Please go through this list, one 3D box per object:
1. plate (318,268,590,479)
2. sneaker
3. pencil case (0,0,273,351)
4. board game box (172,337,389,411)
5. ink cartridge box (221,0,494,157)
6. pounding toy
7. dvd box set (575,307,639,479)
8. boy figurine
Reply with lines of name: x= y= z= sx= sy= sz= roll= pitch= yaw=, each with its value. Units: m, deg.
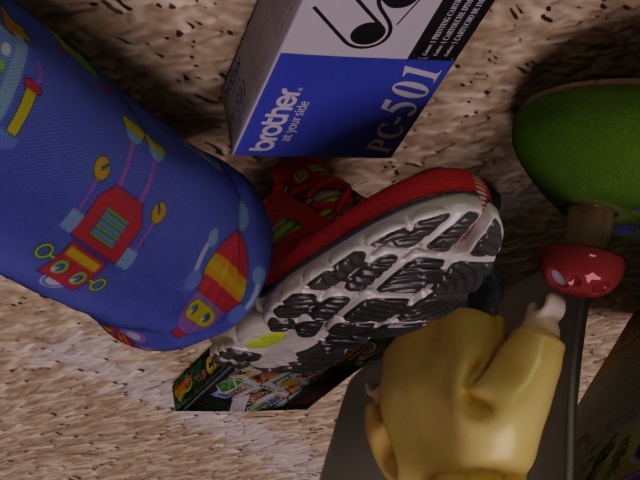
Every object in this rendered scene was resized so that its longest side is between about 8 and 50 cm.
plate: x=0.102 y=0.160 z=0.950 sx=0.045 sy=0.278 sz=0.277 roll=41 pitch=128 yaw=-19
sneaker: x=0.000 y=0.000 z=0.728 sx=0.107 sy=0.118 sz=0.279 roll=7 pitch=160 yaw=-29
pencil case: x=-0.138 y=-0.040 z=0.586 sx=0.119 sy=0.133 sz=0.306 roll=-46 pitch=148 yaw=3
board game box: x=-0.006 y=0.079 z=0.992 sx=0.136 sy=0.030 sz=0.259 roll=7 pitch=148 yaw=-32
ink cartridge box: x=0.024 y=-0.114 z=0.600 sx=0.097 sy=0.046 sz=0.207 roll=-1 pitch=152 yaw=-21
pounding toy: x=0.214 y=-0.006 z=0.754 sx=0.183 sy=0.110 sz=0.237 roll=3 pitch=165 yaw=37
dvd box set: x=0.260 y=0.136 z=0.893 sx=0.420 sy=0.062 sz=0.307 roll=-47 pitch=179 yaw=-39
boy figurine: x=0.095 y=0.095 z=0.781 sx=0.092 sy=0.285 sz=0.177 roll=12 pitch=143 yaw=-36
